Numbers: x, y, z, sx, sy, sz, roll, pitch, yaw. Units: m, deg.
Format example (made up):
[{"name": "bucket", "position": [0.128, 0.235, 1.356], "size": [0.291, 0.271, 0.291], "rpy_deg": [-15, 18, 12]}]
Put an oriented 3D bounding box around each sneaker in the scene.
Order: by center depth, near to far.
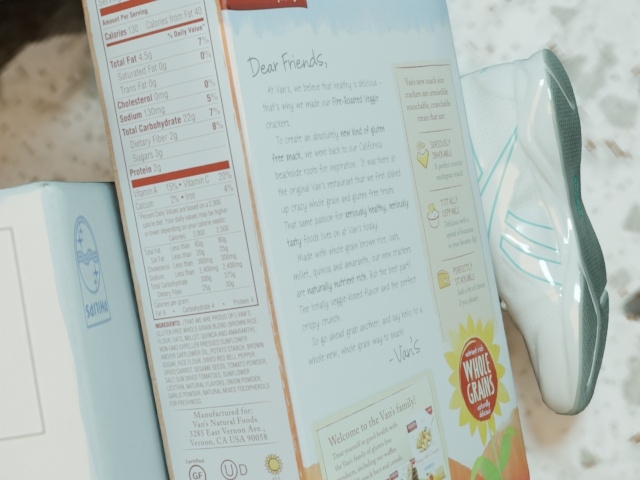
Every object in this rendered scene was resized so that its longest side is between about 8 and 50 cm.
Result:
[{"name": "sneaker", "position": [0.085, -0.001, 0.664], "size": [0.061, 0.054, 0.152], "rpy_deg": [-10, 90, 21]}]

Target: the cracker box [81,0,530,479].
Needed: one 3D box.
[{"name": "cracker box", "position": [0.000, 0.000, 0.594], "size": [0.067, 0.156, 0.232], "rpy_deg": [-9, 92, 34]}]

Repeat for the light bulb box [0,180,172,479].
[{"name": "light bulb box", "position": [-0.215, 0.179, 0.608], "size": [0.358, 0.225, 0.361], "rpy_deg": [-10, 92, 5]}]
